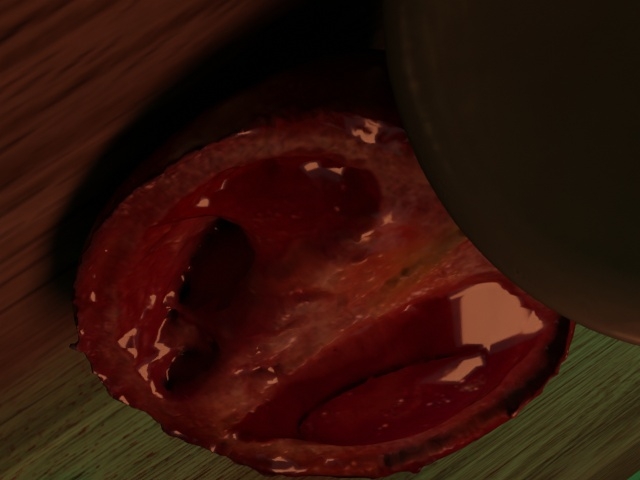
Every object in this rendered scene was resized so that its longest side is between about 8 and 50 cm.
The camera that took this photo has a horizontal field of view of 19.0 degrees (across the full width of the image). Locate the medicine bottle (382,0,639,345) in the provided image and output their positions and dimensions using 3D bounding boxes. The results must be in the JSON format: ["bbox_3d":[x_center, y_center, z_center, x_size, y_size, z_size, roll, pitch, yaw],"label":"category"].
[{"bbox_3d":[0.185,-0.078,0.672,0.208,0.208,0.339,-46,162,24],"label":"medicine bottle"}]

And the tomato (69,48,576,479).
[{"bbox_3d":[0.000,0.000,0.703,0.173,0.099,0.189,-31,128,27],"label":"tomato"}]
